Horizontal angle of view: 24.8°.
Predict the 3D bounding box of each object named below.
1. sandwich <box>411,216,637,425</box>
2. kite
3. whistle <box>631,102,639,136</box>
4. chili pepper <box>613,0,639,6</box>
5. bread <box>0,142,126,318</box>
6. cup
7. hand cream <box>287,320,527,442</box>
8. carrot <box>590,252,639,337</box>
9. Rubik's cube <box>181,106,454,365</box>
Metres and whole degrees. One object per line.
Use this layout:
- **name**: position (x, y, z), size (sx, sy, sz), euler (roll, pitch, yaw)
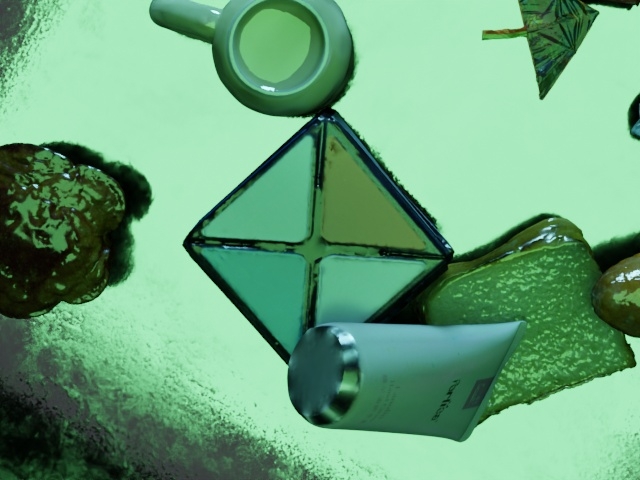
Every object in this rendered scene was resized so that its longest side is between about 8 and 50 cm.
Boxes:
- **sandwich**: position (0.261, 0.109, 1.921), size (0.251, 0.087, 0.226), euler (-23, 105, 4)
- **kite**: position (0.293, -0.284, 1.931), size (0.159, 0.010, 0.190), euler (-15, 93, 5)
- **whistle**: position (0.513, -0.258, 1.895), size (0.062, 0.062, 0.312), euler (38, 96, 0)
- **chili pepper**: position (0.343, -0.361, 1.888), size (0.192, 0.084, 0.086), euler (11, 62, 0)
- **bread**: position (-0.384, -0.013, 1.924), size (0.246, 0.135, 0.232), euler (15, 95, 1)
- **cup**: position (-0.076, -0.271, 1.855), size (0.255, 0.202, 0.173), euler (42, 96, 0)
- **hand cream**: position (0.113, 0.170, 1.759), size (0.118, 0.358, 0.186), euler (35, 108, 40)
- **carrot**: position (0.447, 0.063, 1.849), size (0.225, 0.159, 0.159), euler (-3, 94, -14)
- **Rubik's cube**: position (0.000, 0.000, 1.851), size (0.246, 0.248, 0.250), euler (-42, 92, 6)
